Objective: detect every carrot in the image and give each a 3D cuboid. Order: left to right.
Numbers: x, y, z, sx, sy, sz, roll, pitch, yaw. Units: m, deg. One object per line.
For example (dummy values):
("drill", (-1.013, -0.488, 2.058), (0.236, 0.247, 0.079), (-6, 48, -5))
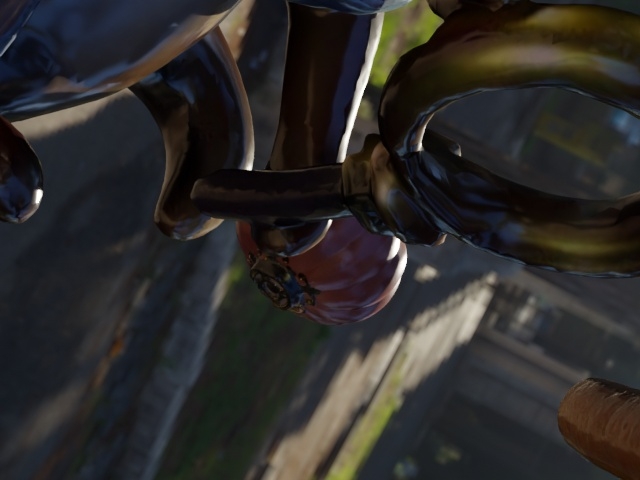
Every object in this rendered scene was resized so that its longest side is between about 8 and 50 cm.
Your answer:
("carrot", (0.217, 0.130, 1.012), (0.067, 0.067, 0.225), (-62, -163, -5))

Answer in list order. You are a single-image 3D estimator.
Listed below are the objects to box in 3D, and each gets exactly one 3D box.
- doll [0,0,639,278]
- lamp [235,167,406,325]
("doll", (-0.020, -0.116, 0.587), (0.340, 0.318, 0.209), (-18, -153, 27))
("lamp", (0.000, 0.000, 0.962), (0.092, 0.107, 0.107), (-46, 164, -29))
